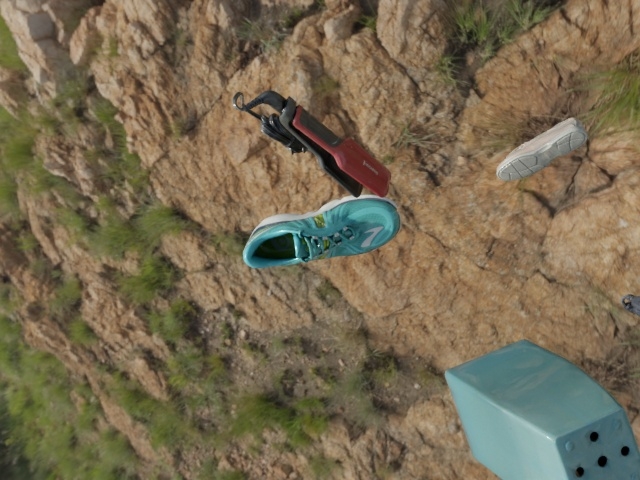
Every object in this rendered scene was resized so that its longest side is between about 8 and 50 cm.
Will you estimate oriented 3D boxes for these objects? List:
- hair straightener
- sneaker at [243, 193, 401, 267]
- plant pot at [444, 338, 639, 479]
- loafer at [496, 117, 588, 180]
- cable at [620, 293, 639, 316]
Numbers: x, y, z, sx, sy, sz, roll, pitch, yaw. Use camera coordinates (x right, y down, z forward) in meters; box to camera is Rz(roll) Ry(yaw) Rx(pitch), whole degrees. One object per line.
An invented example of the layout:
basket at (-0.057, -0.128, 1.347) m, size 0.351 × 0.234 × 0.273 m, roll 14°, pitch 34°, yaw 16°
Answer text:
hair straightener at (-0.015, -0.103, 0.487) m, size 0.089 × 0.231 × 0.047 m, roll 3°, pitch 78°, yaw 43°
sneaker at (0.000, 0.000, 0.710) m, size 0.276 × 0.110 × 0.106 m, roll -14°, pitch 106°, yaw 16°
plant pot at (0.330, 0.274, 0.635) m, size 0.166 × 0.234 × 0.165 m, roll -19°, pitch 91°, yaw -6°
loafer at (0.315, -0.130, 0.614) m, size 0.045 × 0.039 × 0.125 m, roll 34°, pitch 135°, yaw -28°
cable at (0.501, 0.135, 0.554) m, size 0.151 × 0.184 × 0.047 m, roll 21°, pitch 107°, yaw -19°
